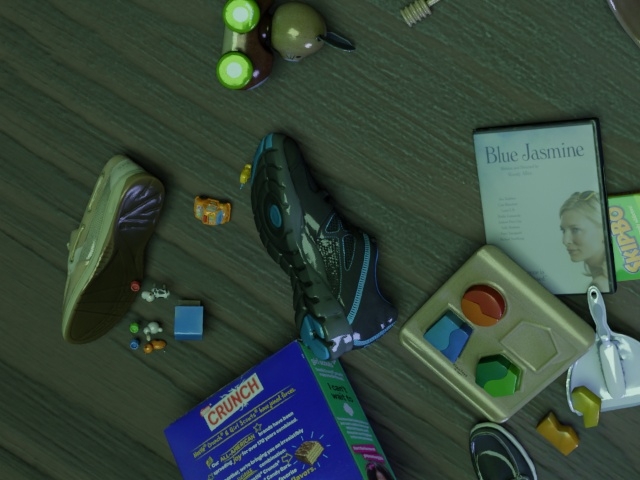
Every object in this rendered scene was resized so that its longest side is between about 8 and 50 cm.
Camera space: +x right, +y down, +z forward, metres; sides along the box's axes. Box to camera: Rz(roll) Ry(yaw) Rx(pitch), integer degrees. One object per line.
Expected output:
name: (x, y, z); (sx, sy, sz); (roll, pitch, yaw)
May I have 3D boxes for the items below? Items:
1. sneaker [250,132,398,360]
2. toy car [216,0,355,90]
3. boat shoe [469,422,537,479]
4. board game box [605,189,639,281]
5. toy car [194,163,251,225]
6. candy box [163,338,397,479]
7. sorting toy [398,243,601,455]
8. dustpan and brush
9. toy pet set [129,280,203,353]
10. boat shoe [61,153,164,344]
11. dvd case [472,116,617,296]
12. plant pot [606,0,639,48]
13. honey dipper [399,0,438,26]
sneaker: (0.000, 0.000, 1.935); (0.140, 0.125, 0.341); (-18, 88, -25)
toy car: (-0.046, -0.277, 1.858); (0.188, 0.155, 0.149); (7, 104, -3)
boat shoe: (0.283, 0.382, 1.970); (0.084, 0.079, 0.233); (-19, 99, 19)
board game box: (0.499, -0.014, 1.861); (0.259, 0.039, 0.124); (-7, 101, 11)
toy car: (-0.150, -0.068, 1.956); (0.060, 0.040, 0.122); (27, 126, -2)
candy box: (-0.047, 0.348, 1.938); (0.268, 0.122, 0.317); (-35, 64, 17)
sorting toy: (0.285, 0.174, 1.911); (0.307, 0.041, 0.229); (41, 126, 1)
dustpan and brush: (0.412, 0.156, 1.898); (0.147, 0.060, 0.211); (-12, 103, 15)
toy pet set: (-0.236, 0.131, 2.009); (0.114, 0.065, 0.122); (2, 120, -4)
boat shoe: (-0.330, 0.016, 2.005); (0.098, 0.109, 0.302); (40, 116, 38)
dvd case: (0.319, -0.043, 1.879); (0.180, 0.022, 0.253); (-4, 102, 25)
plant pot: (0.529, -0.334, 1.697); (0.229, 0.263, 0.263); (-43, 92, -3)
honey dipper: (0.186, -0.354, 1.851); (0.161, 0.030, 0.030); (-32, 95, 12)
